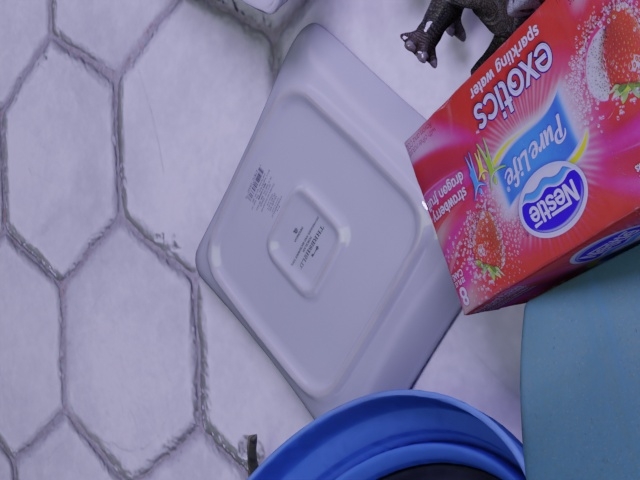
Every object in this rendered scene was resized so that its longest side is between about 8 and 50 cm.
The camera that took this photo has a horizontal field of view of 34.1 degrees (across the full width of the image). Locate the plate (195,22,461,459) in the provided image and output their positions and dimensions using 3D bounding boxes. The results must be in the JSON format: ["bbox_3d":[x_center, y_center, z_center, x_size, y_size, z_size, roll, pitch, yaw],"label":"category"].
[{"bbox_3d":[0.000,0.000,0.873,0.278,0.045,0.277,48,124,34],"label":"plate"}]

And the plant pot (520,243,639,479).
[{"bbox_3d":[0.217,0.123,0.580,0.165,0.165,0.234,-33,63,41],"label":"plant pot"}]

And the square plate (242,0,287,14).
[{"bbox_3d":[-0.059,-0.394,0.880,0.347,0.049,0.344,40,120,50],"label":"square plate"}]

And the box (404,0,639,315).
[{"bbox_3d":[0.168,-0.061,0.593,0.257,0.122,0.128,-43,61,60],"label":"box"}]

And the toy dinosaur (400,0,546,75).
[{"bbox_3d":[0.126,-0.203,0.705,0.160,0.121,0.314,-42,34,31],"label":"toy dinosaur"}]

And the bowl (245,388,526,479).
[{"bbox_3d":[0.021,0.292,0.708,0.391,0.077,0.391,-37,33,29],"label":"bowl"}]

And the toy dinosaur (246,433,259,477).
[{"bbox_3d":[-0.076,0.316,0.954,0.118,0.064,0.268,-15,78,38],"label":"toy dinosaur"}]
